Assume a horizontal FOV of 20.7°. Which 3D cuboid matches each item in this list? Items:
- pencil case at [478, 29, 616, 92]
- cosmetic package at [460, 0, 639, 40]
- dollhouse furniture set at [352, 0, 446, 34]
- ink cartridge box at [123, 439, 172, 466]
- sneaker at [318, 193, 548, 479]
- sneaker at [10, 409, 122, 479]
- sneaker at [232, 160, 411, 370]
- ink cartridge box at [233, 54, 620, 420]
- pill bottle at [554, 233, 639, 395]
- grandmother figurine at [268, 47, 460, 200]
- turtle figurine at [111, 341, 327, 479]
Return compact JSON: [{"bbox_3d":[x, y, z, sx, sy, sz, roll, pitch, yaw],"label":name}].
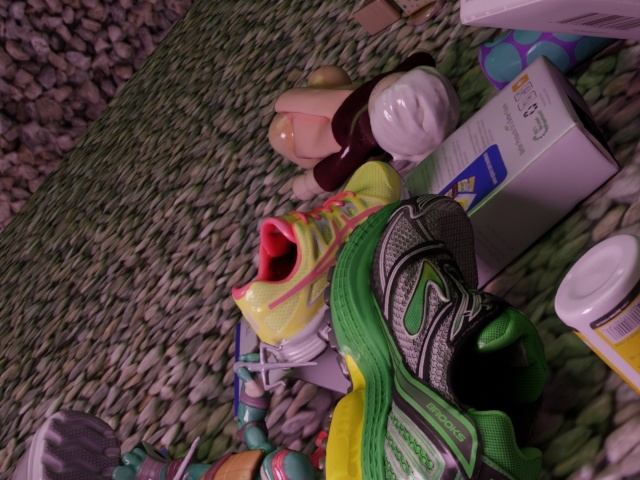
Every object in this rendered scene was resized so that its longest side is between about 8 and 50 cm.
[{"bbox_3d":[0.214,-0.186,1.566,0.152,0.064,0.070,-34,37,34],"label":"pencil case"},{"bbox_3d":[0.230,-0.353,1.383,0.155,0.197,0.365,175,97,-66],"label":"cosmetic package"},{"bbox_3d":[0.046,-0.331,2.074,0.161,0.182,0.101,-26,27,48],"label":"dollhouse furniture set"},{"bbox_3d":[-0.204,0.278,1.560,0.206,0.045,0.208,-48,16,-2],"label":"ink cartridge box"},{"bbox_3d":[0.095,0.080,1.200,0.146,0.134,0.343,-32,31,22],"label":"sneaker"},{"bbox_3d":[-0.221,0.286,1.430,0.115,0.105,0.281,-39,36,51],"label":"sneaker"},{"bbox_3d":[0.000,0.000,1.406,0.081,0.094,0.208,-26,26,50],"label":"sneaker"},{"bbox_3d":[0.077,0.009,1.457,0.371,0.069,0.175,-39,20,14],"label":"ink cartridge box"},{"bbox_3d":[0.194,0.056,0.997,0.065,0.116,0.065,-41,18,17],"label":"pill bottle"},{"bbox_3d":[0.043,-0.125,1.779,0.207,0.104,0.342,-59,17,-10],"label":"grandmother figurine"},{"bbox_3d":[-0.080,0.186,1.349,0.234,0.118,0.175,-30,17,42],"label":"turtle figurine"}]
